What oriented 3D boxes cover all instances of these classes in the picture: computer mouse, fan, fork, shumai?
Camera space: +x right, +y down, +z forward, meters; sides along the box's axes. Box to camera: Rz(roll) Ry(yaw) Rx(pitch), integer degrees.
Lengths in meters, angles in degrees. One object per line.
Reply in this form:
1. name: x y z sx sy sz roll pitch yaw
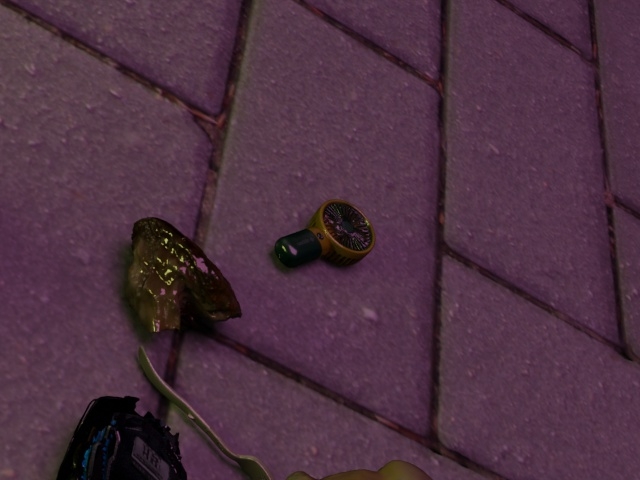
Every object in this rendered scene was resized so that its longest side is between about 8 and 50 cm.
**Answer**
1. computer mouse: -0.186 0.235 1.321 0.146 0.077 0.242 50 25 -26
2. fan: 0.000 0.000 1.752 0.155 0.039 0.082 -18 69 -48
3. fork: -0.112 0.190 1.480 0.028 0.034 0.219 -39 83 -26
4. shumai: -0.157 0.039 1.546 0.123 0.105 0.139 84 -19 -80

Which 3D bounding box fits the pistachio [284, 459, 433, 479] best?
1. pistachio: 0.048 0.392 1.217 0.281 0.365 0.446 -9 51 5
